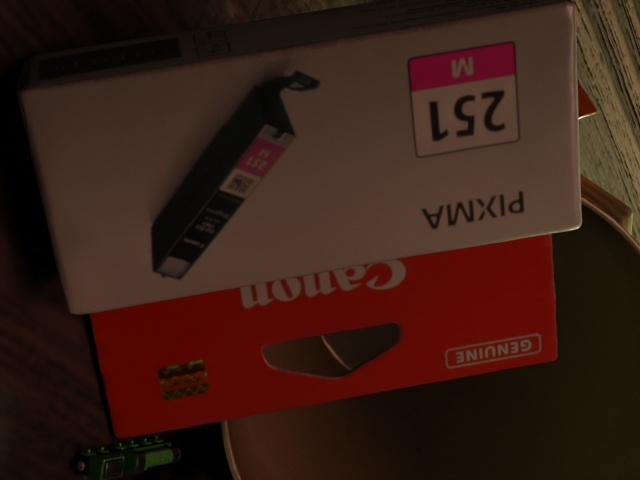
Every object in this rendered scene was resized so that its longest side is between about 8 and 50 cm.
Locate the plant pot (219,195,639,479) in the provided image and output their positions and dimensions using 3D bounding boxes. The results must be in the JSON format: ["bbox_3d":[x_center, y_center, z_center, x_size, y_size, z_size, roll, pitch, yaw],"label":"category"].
[{"bbox_3d":[0.070,0.067,0.909,0.191,0.284,0.284,-112,-161,-71],"label":"plant pot"}]

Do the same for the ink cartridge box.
[{"bbox_3d":[0.000,0.000,0.729,0.060,0.275,0.239,-108,-171,-63],"label":"ink cartridge box"}]

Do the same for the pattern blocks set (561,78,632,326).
[{"bbox_3d":[0.158,0.002,1.001,0.026,0.325,0.285,-17,116,-22],"label":"pattern blocks set"}]

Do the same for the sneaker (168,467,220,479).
[{"bbox_3d":[-0.062,0.233,0.856,0.106,0.078,0.234,-52,138,-39],"label":"sneaker"}]

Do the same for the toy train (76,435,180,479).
[{"bbox_3d":[-0.109,0.127,0.796,0.083,0.023,0.017,2,95,-62],"label":"toy train"}]
